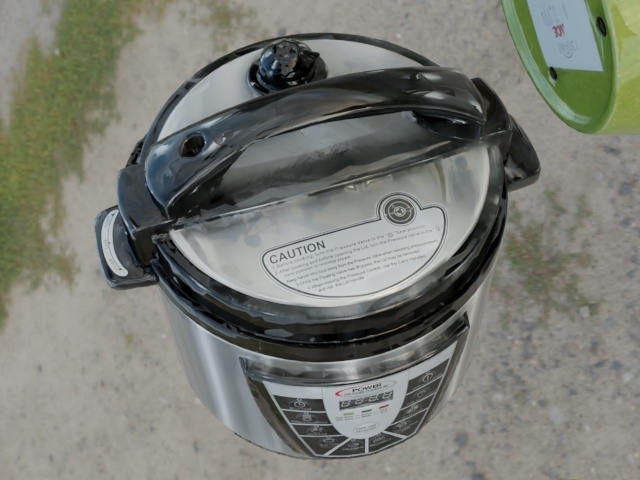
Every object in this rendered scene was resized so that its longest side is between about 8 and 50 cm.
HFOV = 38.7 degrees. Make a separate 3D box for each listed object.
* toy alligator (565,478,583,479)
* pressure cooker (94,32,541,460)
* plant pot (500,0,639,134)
[{"bbox_3d":[0.153,0.167,0.503,0.056,0.051,0.190,-63,6,-32],"label":"toy alligator"},{"bbox_3d":[-0.003,-0.004,0.941,0.375,0.370,0.420,25,149,17],"label":"pressure cooker"},{"bbox_3d":[0.252,-0.172,0.482,0.275,0.293,0.275,159,90,-87],"label":"plant pot"}]
